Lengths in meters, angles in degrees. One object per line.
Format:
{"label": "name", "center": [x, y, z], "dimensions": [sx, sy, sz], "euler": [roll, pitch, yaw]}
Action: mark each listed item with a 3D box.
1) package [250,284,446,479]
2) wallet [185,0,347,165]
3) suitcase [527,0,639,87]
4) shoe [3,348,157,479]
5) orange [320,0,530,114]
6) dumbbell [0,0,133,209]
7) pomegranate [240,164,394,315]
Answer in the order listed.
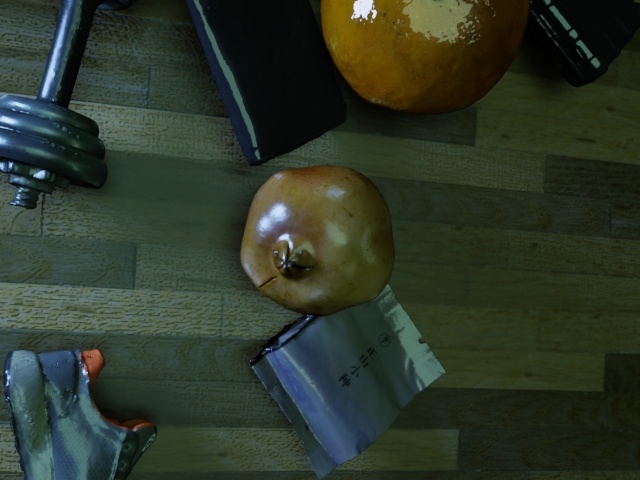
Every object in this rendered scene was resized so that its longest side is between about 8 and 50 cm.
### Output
{"label": "package", "center": [0.039, 0.184, 1.080], "dimensions": [0.251, 0.062, 0.204], "euler": [-34, 97, -26]}
{"label": "wallet", "center": [-0.089, -0.302, 1.004], "dimensions": [0.197, 0.051, 0.378], "euler": [-30, 105, -37]}
{"label": "suitcase", "center": [0.364, -0.394, 1.140], "dimensions": [0.285, 0.066, 0.206], "euler": [49, 58, -8]}
{"label": "shoe", "center": [-0.291, 0.290, 0.961], "dimensions": [0.171, 0.132, 0.336], "euler": [-13, 89, -24]}
{"label": "orange", "center": [0.140, -0.313, 1.024], "dimensions": [0.284, 0.226, 0.284], "euler": [0, 92, -4]}
{"label": "dumbbell", "center": [-0.316, -0.236, 0.932], "dimensions": [0.179, 0.179, 0.406], "euler": [15, 86, -14]}
{"label": "pomegranate", "center": [0.000, -0.003, 0.995], "dimensions": [0.209, 0.209, 0.209], "euler": [0, 88, -15]}
